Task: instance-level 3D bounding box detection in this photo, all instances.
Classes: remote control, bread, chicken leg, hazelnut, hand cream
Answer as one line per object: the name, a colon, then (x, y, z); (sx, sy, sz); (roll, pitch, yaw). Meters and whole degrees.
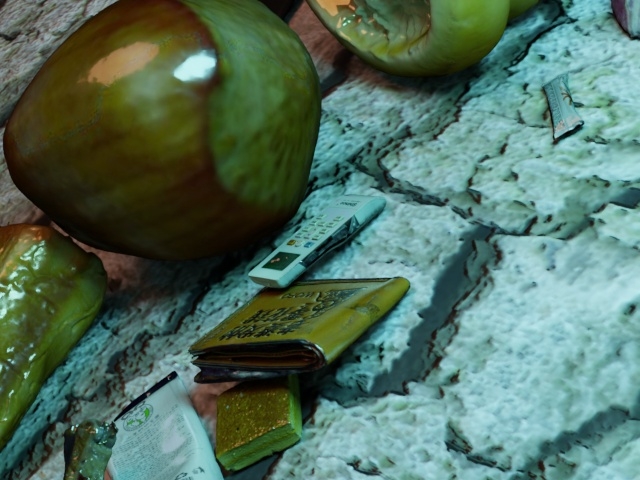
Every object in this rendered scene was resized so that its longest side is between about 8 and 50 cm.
remote control: (0.000, 0.000, 1.777); (0.166, 0.029, 0.065); (-40, 27, -26)
bread: (-0.062, 0.176, 1.637); (0.090, 0.035, 0.094); (-28, 33, 17)
chicken leg: (-0.235, 0.281, 1.607); (0.125, 0.080, 0.196); (-33, 50, 38)
hazelnut: (-0.172, -0.131, 1.871); (0.365, 0.366, 0.366); (-26, 33, 19)
hand cream: (-0.157, 0.230, 1.651); (0.121, 0.076, 0.336); (-35, 25, -5)
bread: (-0.394, 0.137, 1.919); (0.195, 0.149, 0.344); (-1, 51, 51)
bread: (0.095, -0.371, 1.900); (0.245, 0.329, 0.424); (-45, 26, -12)

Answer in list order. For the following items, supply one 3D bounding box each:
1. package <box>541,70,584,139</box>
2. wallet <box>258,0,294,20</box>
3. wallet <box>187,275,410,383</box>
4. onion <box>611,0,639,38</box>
package: (0.257, -0.146, 1.744); (0.037, 0.015, 0.110); (-27, 35, 17)
wallet: (-0.105, -0.287, 2.286); (0.124, 0.025, 0.244); (-4, 44, 43)
wallet: (-0.026, 0.085, 1.671); (0.195, 0.042, 0.161); (-8, 24, 42)
onion: (0.412, -0.349, 1.763); (0.250, 0.111, 0.247); (-20, 38, 31)
